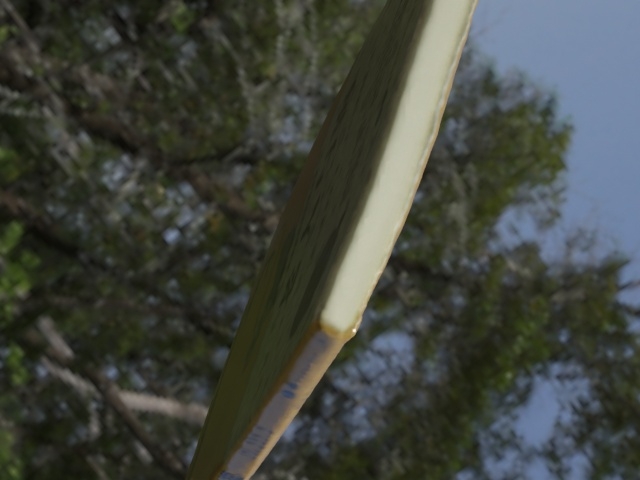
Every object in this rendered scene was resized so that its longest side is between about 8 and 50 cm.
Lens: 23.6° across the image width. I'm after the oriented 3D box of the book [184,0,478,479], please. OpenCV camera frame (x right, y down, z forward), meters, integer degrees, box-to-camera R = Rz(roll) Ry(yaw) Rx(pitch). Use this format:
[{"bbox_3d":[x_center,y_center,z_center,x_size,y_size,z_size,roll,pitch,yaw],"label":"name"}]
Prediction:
[{"bbox_3d":[0.000,0.000,0.790,0.389,0.032,0.269,121,-10,-62],"label":"book"}]
